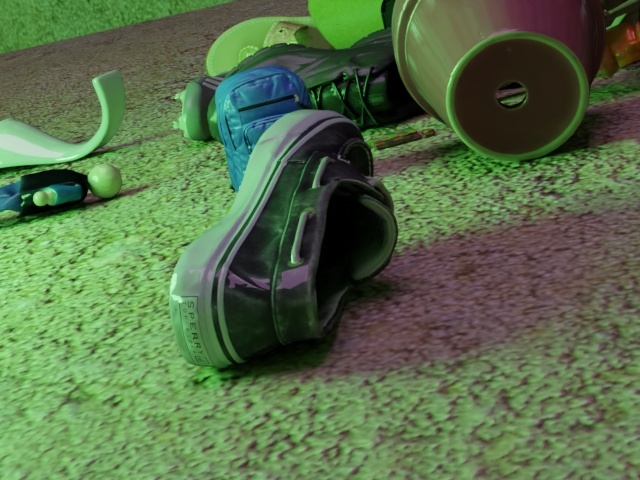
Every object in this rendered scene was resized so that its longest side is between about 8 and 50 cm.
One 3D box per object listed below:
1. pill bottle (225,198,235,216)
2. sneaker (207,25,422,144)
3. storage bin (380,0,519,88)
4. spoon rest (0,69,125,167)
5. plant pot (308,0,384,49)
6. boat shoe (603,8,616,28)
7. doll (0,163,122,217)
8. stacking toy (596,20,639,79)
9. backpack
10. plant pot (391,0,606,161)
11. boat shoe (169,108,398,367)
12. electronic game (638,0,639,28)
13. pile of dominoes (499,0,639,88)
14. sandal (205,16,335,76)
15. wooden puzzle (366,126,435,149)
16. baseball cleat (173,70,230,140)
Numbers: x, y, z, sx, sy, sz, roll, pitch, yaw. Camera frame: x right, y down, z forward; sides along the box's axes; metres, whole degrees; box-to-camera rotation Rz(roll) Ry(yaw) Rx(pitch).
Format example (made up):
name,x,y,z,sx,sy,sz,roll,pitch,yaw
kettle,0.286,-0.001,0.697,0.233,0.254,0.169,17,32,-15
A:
name,x,y,z,sx,sy,sz,roll,pitch,yaw
pill bottle,-0.061,-0.010,1.547,0.043,0.043,0.083,-12,13,4
sneaker,0.018,-0.164,2.001,0.286,0.109,0.130,-19,22,-10
storage bin,0.169,-0.237,2.099,0.180,0.122,0.084,-2,17,41
spoon rest,-0.351,-0.123,2.282,0.276,0.084,0.137,-21,6,31
plant pot,0.123,-0.361,2.438,0.254,0.276,0.276,-17,8,39
boat shoe,0.326,-0.298,2.258,0.112,0.095,0.335,-6,15,29
doll,-0.302,-0.048,1.942,0.189,0.046,0.129,-14,14,-2
stacking toy,0.383,-0.227,1.833,0.302,0.165,0.175,-24,-3,22
backpack,-0.044,-0.105,1.759,0.098,0.120,0.101,-16,13,-13
plant pot,0.172,-0.168,1.704,0.201,0.201,0.180,-12,29,4
boat shoe,0.000,0.000,1.339,0.119,0.121,0.335,-1,27,17
electronic game,0.393,-0.236,1.703,0.229,0.229,0.048,0,-13,44
pile of dominoes,0.229,-0.219,1.915,0.251,0.040,0.196,-25,-10,-11
sandal,-0.034,-0.268,2.513,0.240,0.088,0.079,-13,6,-21
wooden puzzle,0.076,-0.105,1.893,0.083,0.006,0.049,-15,13,-8
baseball cleat,-0.100,-0.169,2.201,0.109,0.072,0.206,-3,19,14
